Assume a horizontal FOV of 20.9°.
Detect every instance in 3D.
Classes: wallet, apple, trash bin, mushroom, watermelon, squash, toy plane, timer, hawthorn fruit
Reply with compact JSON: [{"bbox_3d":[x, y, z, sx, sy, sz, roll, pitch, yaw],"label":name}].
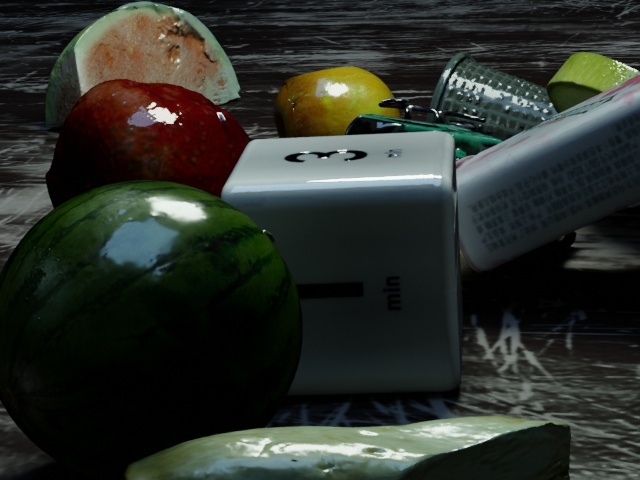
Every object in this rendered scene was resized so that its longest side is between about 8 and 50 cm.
[{"bbox_3d":[0.178,0.022,1.771,0.122,0.031,0.232,-1,14,27],"label":"wallet"},{"bbox_3d":[0.024,-0.143,2.174,0.147,0.146,0.163,-15,-1,-9],"label":"apple"},{"bbox_3d":[0.224,-0.122,2.050,0.161,0.175,0.175,15,22,19],"label":"trash bin"},{"bbox_3d":[0.018,0.170,1.211,0.333,0.087,0.107,-4,15,-6],"label":"mushroom"},{"bbox_3d":[-0.135,0.069,1.333,0.242,0.242,0.242,-4,16,1],"label":"watermelon"},{"bbox_3d":[0.359,-0.106,1.858,0.049,0.252,0.252,-51,28,-6],"label":"squash"},{"bbox_3d":[0.175,-0.082,1.916,0.382,0.106,0.155,10,10,-6],"label":"toy plane"},{"bbox_3d":[0.025,0.018,1.530,0.195,0.194,0.192,-3,16,6],"label":"timer"},{"bbox_3d":[-0.157,-0.067,1.890,0.266,0.210,0.230,1,-3,-36],"label":"hawthorn fruit"},{"bbox_3d":[-0.276,-0.255,2.684,0.305,0.224,0.180,-14,63,-38],"label":"watermelon"}]

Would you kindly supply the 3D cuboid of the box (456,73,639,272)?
[{"bbox_3d":[0.304,-0.102,1.649,0.370,0.112,0.190,-27,6,23],"label":"box"}]
